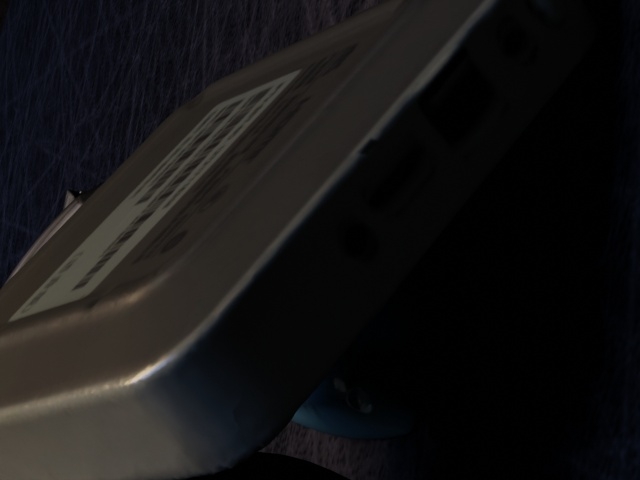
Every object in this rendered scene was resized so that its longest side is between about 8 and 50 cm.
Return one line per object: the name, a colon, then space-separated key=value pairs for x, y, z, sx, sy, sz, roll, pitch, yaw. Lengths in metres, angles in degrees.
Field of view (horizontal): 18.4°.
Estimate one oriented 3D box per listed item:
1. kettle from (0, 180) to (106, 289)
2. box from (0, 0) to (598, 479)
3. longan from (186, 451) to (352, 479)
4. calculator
kettle: x=-0.182 y=0.075 z=1.677 sx=0.251 sy=0.207 sz=0.271 roll=-126 pitch=57 yaw=-75
box: x=-0.054 y=-0.008 z=1.122 sx=0.373 sy=0.090 sz=0.367 roll=-19 pitch=26 yaw=54
longan: x=-0.052 y=0.265 z=1.038 sx=0.319 sy=0.319 sz=0.318 roll=-169 pitch=90 yaw=-72
calculator: x=0.000 y=0.000 z=1.399 sx=0.386 sy=0.054 sz=0.256 roll=-158 pitch=80 yaw=-72
